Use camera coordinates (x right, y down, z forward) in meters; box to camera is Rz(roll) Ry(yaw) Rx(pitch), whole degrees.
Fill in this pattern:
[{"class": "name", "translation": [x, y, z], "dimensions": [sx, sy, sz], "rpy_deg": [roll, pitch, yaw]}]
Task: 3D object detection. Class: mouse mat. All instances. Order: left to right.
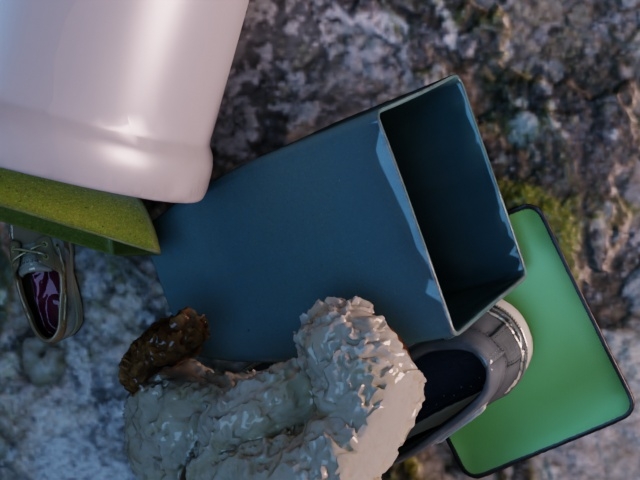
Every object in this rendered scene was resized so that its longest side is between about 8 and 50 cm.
[{"class": "mouse mat", "translation": [0.142, 0.081, 1.426], "dimensions": [0.152, 0.007, 0.190], "rpy_deg": [-25, 95, 16]}]

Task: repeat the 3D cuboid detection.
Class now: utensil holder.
[{"class": "utensil holder", "translation": [-0.186, -0.255, 1.242], "dimensions": [0.327, 0.327, 0.385], "rpy_deg": [17, 95, 8]}]

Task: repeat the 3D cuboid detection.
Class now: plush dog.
[{"class": "plush dog", "translation": [-0.050, 0.168, 1.282], "dimensions": [0.225, 0.210, 0.262], "rpy_deg": [22, 139, 43]}]

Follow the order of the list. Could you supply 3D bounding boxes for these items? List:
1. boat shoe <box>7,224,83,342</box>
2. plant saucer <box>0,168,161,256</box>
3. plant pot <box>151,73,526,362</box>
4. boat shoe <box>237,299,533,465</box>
[{"class": "boat shoe", "translation": [-0.227, 0.018, 1.471], "dimensions": [0.050, 0.045, 0.135], "rpy_deg": [-14, 99, 15]}, {"class": "plant saucer", "translation": [-0.218, -0.036, 1.355], "dimensions": [0.188, 0.188, 0.045], "rpy_deg": [17, 85, -15]}, {"class": "plant pot", "translation": [0.000, 0.000, 1.357], "dimensions": [0.234, 0.166, 0.165], "rpy_deg": [-17, 96, 27]}, {"class": "boat shoe", "translation": [0.012, 0.136, 1.414], "dimensions": [0.319, 0.099, 0.116], "rpy_deg": [-25, 97, 19]}]
